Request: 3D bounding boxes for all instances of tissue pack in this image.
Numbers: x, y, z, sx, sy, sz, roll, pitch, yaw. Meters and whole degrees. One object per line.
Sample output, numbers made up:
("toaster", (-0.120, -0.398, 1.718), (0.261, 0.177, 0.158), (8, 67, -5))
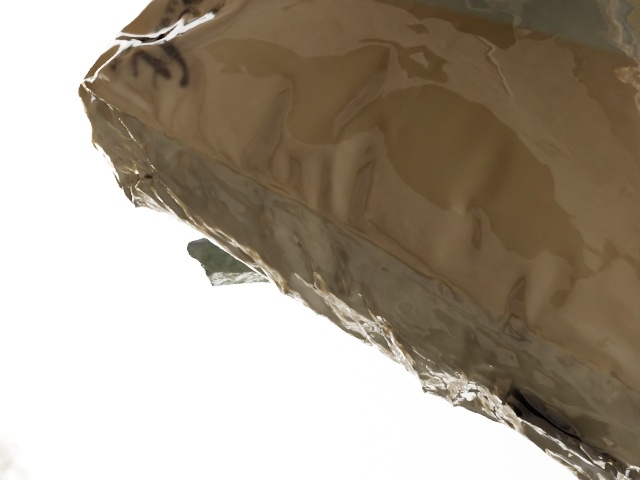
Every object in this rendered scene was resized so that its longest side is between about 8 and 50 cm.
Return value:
("tissue pack", (0.121, -0.103, 0.772), (0.390, 0.375, 0.195), (28, -15, 24))

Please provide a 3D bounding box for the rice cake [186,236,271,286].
("rice cake", (0.001, 0.000, 1.361), (0.069, 0.207, 0.063), (92, -5, -48))
